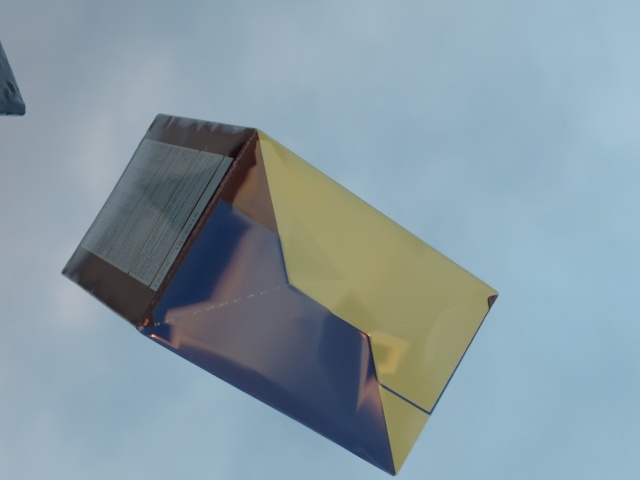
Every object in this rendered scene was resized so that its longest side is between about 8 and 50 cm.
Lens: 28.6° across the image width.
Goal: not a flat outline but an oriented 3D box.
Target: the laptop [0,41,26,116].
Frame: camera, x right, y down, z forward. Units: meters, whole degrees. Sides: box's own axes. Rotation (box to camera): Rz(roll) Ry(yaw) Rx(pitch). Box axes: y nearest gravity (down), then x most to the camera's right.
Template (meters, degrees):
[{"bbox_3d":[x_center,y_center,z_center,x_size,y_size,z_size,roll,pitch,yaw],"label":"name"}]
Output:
[{"bbox_3d":[-0.352,-0.189,0.873,0.136,0.234,0.264,-21,-89,12],"label":"laptop"}]

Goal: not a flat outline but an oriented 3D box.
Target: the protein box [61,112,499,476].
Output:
[{"bbox_3d":[-0.034,0.028,0.827,0.136,0.199,0.201,-59,-155,-5],"label":"protein box"}]
